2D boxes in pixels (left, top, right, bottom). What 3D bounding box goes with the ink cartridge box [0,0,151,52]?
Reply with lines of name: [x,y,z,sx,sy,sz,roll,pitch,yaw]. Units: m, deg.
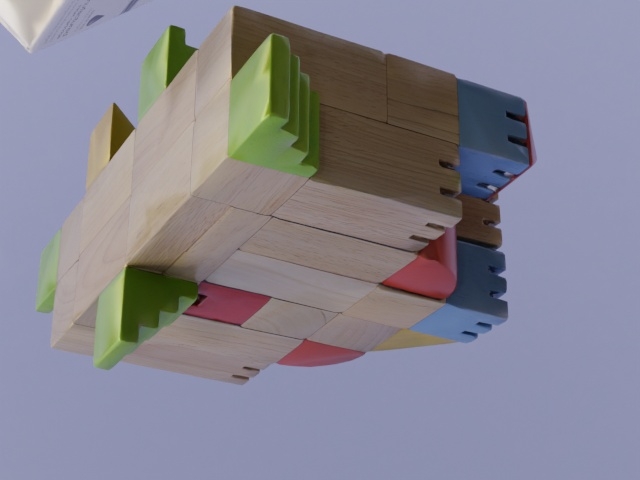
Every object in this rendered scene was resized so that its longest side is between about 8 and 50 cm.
ink cartridge box: [-0.202,-0.325,1.325,0.115,0.198,0.273,46,-144,2]

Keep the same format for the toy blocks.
toy blocks: [0.000,0.000,0.849,0.261,0.381,0.190,14,-120,-25]
